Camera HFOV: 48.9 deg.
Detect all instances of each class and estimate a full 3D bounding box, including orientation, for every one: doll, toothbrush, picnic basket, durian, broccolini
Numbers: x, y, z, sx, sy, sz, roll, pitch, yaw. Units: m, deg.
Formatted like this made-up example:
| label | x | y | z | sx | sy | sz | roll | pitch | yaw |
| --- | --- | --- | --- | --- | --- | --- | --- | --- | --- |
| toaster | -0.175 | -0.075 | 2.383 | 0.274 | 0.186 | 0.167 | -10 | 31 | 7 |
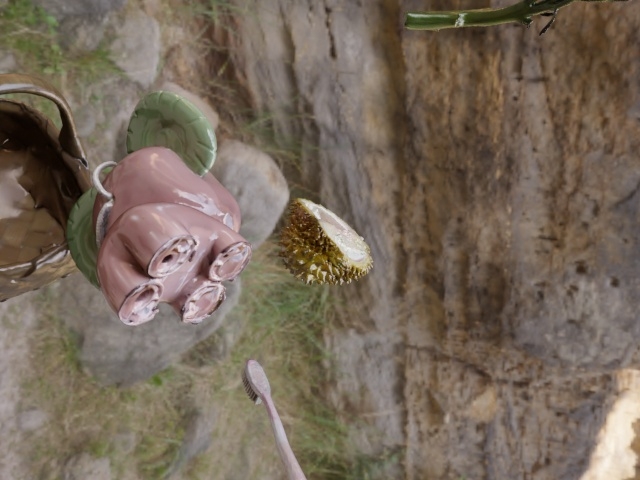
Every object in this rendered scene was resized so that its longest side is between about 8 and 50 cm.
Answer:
| label | x | y | z | sx | sy | sz | roll | pitch | yaw |
| --- | --- | --- | --- | --- | --- | --- | --- | --- | --- |
| doll | -0.217 | -0.033 | 0.888 | 0.284 | 0.268 | 0.216 | -54 | 152 | 14 |
| toothbrush | -0.034 | 0.259 | 0.796 | 0.030 | 0.025 | 0.307 | -61 | -139 | 31 |
| picnic basket | -0.470 | -0.105 | 0.987 | 0.293 | 0.337 | 0.337 | -26 | 133 | -34 |
| durian | -0.001 | 0.012 | 1.371 | 0.249 | 0.183 | 0.138 | 11 | 108 | -56 |
| broccolini | 0.208 | -0.254 | 0.727 | 0.123 | 0.271 | 0.062 | 36 | 54 | -61 |
